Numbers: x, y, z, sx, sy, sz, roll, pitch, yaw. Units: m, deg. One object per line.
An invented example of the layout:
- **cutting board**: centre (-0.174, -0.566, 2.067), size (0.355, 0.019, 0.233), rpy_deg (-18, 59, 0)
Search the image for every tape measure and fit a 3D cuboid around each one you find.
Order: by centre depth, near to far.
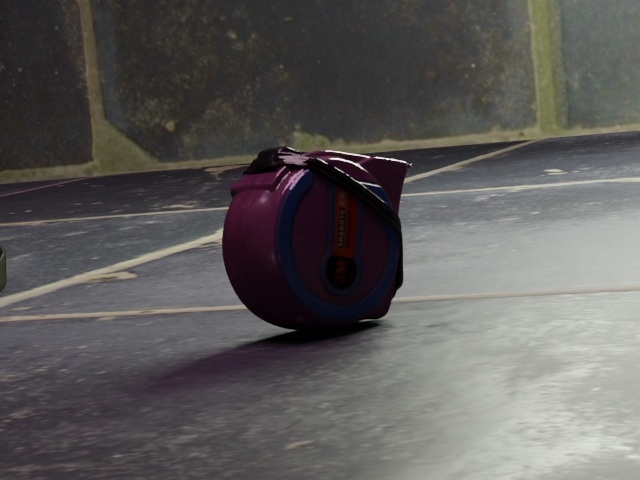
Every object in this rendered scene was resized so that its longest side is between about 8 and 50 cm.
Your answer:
- **tape measure**: centre (0.000, 0.000, 1.202), size (0.125, 0.118, 0.074), rpy_deg (10, -9, -34)

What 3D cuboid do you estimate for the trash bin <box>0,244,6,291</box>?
- **trash bin**: centre (-0.393, -0.062, 1.575), size (0.220, 0.250, 0.219), rpy_deg (-6, 0, 8)
